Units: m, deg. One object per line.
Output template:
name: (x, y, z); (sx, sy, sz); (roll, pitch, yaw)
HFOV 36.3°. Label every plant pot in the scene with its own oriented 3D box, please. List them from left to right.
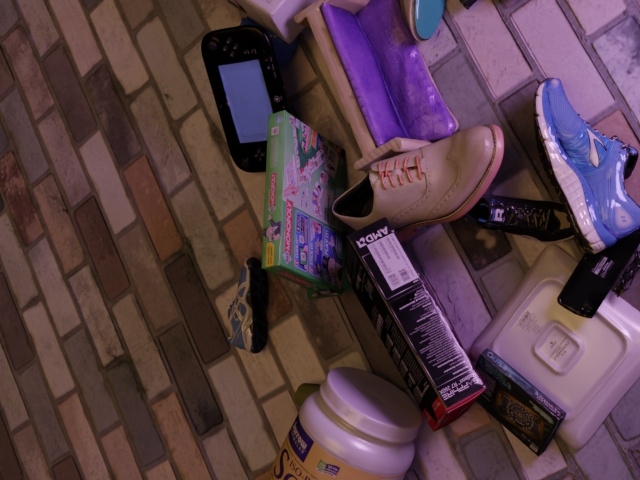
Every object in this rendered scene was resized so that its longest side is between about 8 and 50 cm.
plant pot: (-0.010, 0.332, 2.048); (0.079, 0.083, 0.083); (9, 96, 46)

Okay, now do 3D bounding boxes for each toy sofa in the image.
toy sofa: (0.109, -0.325, 1.910); (0.177, 0.150, 0.362); (-29, 76, 31)

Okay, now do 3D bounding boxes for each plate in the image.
plate: (0.436, 0.193, 1.770); (0.278, 0.045, 0.277); (43, 113, 25)

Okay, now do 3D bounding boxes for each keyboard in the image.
keyboard: (0.506, 0.054, 1.715); (0.100, 0.038, 0.192); (33, 91, 30)

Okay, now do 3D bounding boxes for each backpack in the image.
backpack: (-0.121, -0.420, 2.088); (0.120, 0.101, 0.098); (37, 117, 23)

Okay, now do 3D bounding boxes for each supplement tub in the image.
supplement tub: (0.038, 0.441, 1.915); (0.241, 0.241, 0.331); (34, 109, 28)

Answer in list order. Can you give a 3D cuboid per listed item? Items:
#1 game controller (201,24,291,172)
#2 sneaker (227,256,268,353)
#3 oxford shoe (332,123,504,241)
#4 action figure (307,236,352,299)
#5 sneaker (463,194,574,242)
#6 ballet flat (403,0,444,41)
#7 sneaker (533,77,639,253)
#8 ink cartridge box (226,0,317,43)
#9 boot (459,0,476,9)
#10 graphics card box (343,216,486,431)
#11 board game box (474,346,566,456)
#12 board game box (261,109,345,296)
game controller: (-0.145, -0.296, 2.062); (0.166, 0.067, 0.319); (1, 117, 34)
sneaker: (-0.166, 0.140, 2.137); (0.081, 0.080, 0.211); (5, 92, 30)
oxford shoe: (0.173, -0.102, 1.804); (0.397, 0.147, 0.140); (-37, 46, 46)
action figure: (0.000, 0.000, 2.042); (0.137, 0.063, 0.232); (-15, 79, 35)
sneaker: (0.356, -0.038, 1.771); (0.217, 0.121, 0.079); (10, 97, 32)
ballet flat: (0.202, -0.510, 1.898); (0.086, 0.086, 0.248); (15, 97, 32)
sneaker: (0.470, -0.144, 1.710); (0.147, 0.130, 0.330); (-21, 70, 6)
ink cartridge box: (-0.112, -0.572, 2.030); (0.278, 0.117, 0.201); (38, 85, 27)
boot: (0.308, -0.475, 1.841); (0.099, 0.045, 0.121); (-38, 64, 25)
graphics card box: (0.167, 0.161, 1.834); (0.094, 0.233, 0.371); (-28, 72, -9)
board game box: (0.356, 0.297, 1.800); (0.186, 0.026, 0.126); (41, 142, 25)
board game box: (-0.029, -0.069, 1.914); (0.046, 0.213, 0.317); (-12, 65, 33)
